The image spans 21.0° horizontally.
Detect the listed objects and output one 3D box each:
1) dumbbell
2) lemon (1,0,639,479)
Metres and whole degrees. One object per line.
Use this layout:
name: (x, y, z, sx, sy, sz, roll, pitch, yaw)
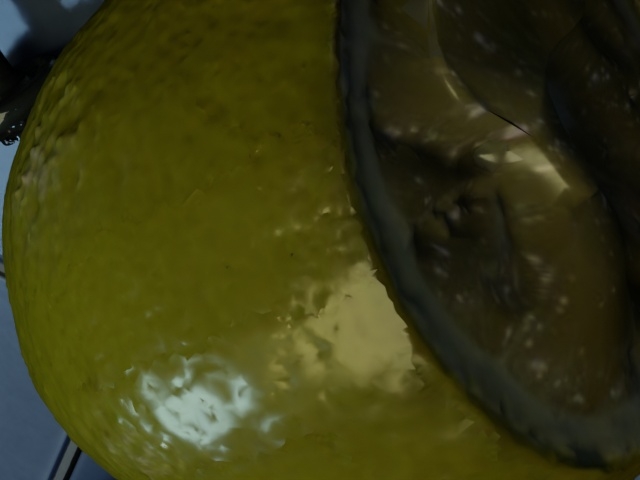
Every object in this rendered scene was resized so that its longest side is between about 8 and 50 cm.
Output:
dumbbell: (-0.213, -0.128, 1.006, 0.081, 0.081, 0.254, -20, 116, 28)
lemon: (0.000, 0.000, 0.870, 0.364, 0.364, 0.364, 8, 126, 12)
